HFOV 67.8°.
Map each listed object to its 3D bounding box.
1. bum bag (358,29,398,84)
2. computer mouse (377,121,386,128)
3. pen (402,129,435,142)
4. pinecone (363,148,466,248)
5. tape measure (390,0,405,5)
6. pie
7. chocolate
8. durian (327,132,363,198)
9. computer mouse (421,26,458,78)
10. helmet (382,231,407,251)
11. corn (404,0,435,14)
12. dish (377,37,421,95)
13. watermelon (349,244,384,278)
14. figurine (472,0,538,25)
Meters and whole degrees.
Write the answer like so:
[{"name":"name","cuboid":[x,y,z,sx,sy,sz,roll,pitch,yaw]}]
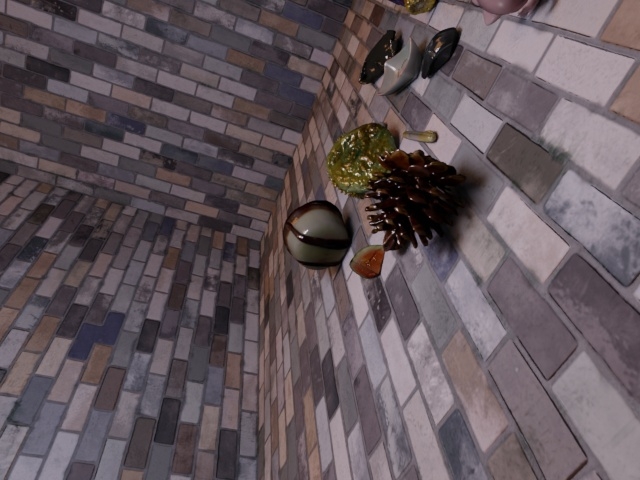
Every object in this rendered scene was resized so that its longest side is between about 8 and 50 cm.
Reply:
[{"name":"bum bag","cuboid":[0.256,-0.784,2.052,0.326,0.080,0.142,153,124,-65]},{"name":"computer mouse","cuboid":[0.225,-0.415,1.850,0.066,0.039,0.096,-176,101,-74]},{"name":"pen","cuboid":[0.310,-0.332,1.501,0.040,0.032,0.233,-48,19,5]},{"name":"pinecone","cuboid":[0.227,-0.097,1.187,0.264,0.264,0.264,-164,90,-74]},{"name":"tape measure","cuboid":[0.294,-1.027,1.876,0.149,0.232,0.245,-64,35,26]},{"name":"pie","cuboid":[0.145,-0.292,1.699,0.277,0.078,0.276,-15,60,27]},{"name":"chocolate","cuboid":[0.000,0.000,1.892,0.186,0.284,0.283,48,124,47]},{"name":"durian","cuboid":[0.114,-0.319,1.897,0.172,0.167,0.306,98,-177,-55]},{"name":"computer mouse","cuboid":[0.365,-0.598,1.511,0.192,0.062,0.105,135,148,-57]},{"name":"helmet","cuboid":[0.231,-0.012,1.405,0.089,0.057,0.111,-91,18,-54]},{"name":"corn","cuboid":[0.387,-0.999,1.704,0.144,0.144,0.387,169,111,-73]},{"name":"dish","cuboid":[0.296,-0.619,1.741,0.212,0.077,0.151,164,122,-72]},{"name":"watermelon","cuboid":[0.164,0.086,1.557,0.094,0.125,0.135,45,154,39]},{"name":"figurine","cuboid":[0.475,-0.605,1.047,0.186,0.176,0.287,-34,6,-40]}]
